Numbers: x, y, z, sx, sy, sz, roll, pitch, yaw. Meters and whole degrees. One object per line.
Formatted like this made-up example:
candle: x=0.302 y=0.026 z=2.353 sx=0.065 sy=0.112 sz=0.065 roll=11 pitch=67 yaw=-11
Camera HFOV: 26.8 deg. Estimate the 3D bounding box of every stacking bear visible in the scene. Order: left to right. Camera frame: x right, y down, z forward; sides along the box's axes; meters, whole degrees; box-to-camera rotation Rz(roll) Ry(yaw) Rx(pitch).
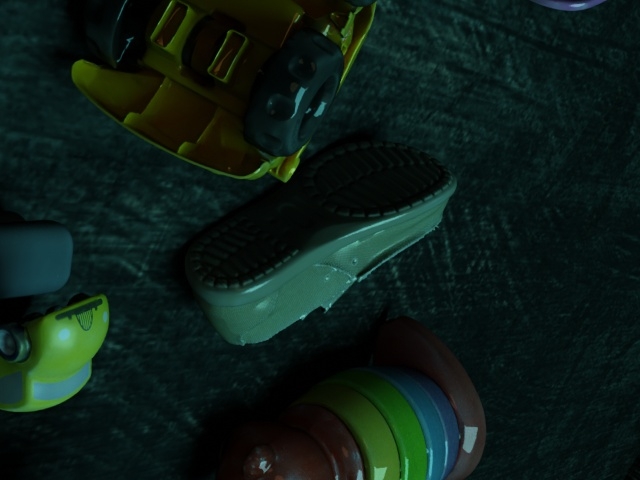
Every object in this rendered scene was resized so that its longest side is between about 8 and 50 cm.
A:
stacking bear: x=0.015 y=0.204 z=1.296 sx=0.289 sy=0.164 sz=0.175 roll=-14 pitch=131 yaw=-47

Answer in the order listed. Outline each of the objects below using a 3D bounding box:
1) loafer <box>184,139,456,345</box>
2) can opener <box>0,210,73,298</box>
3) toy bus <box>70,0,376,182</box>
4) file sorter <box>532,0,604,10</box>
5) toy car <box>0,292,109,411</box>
loafer: x=0.000 y=0.000 z=1.110 sx=0.268 sy=0.102 sz=0.092 roll=-26 pitch=142 yaw=-31
can opener: x=-0.255 y=0.038 z=0.732 sx=0.283 sy=0.076 sz=0.095 roll=-5 pitch=104 yaw=-57
toy bus: x=-0.027 y=-0.148 z=0.866 sx=0.220 sy=0.149 sz=0.211 roll=-61 pitch=166 yaw=3
file sorter: x=0.180 y=-0.334 z=0.923 sx=0.182 sy=0.202 sz=0.291 roll=-30 pitch=143 yaw=-39
toy car: x=-0.234 y=0.097 z=0.788 sx=0.225 sy=0.053 sz=0.239 roll=-22 pitch=-179 yaw=-18
